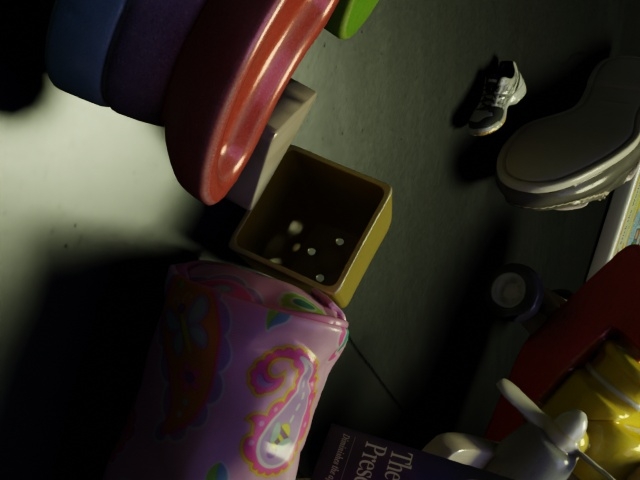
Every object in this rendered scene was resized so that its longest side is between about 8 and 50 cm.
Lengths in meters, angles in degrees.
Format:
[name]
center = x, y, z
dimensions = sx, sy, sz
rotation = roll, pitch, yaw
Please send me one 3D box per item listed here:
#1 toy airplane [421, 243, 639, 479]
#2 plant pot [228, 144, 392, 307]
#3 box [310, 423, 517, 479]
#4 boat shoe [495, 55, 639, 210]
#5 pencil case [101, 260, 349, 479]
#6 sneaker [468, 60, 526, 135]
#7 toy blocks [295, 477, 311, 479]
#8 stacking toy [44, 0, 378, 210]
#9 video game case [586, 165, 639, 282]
[toy airplane]
center = 0.238, 0.239, 1.146
dimensions = 0.386, 0.272, 0.384
rotation = -34, 132, -35
[plant pot]
center = 0.000, 0.000, 0.791
dimensions = 0.081, 0.081, 0.083
rotation = -61, 161, -15
[box]
center = 0.054, 0.252, 0.733
dimensions = 0.261, 0.184, 0.103
rotation = -65, 172, -57
[boat shoe]
center = 0.268, -0.085, 1.159
dimensions = 0.335, 0.112, 0.096
rotation = -39, 135, -48
[pencil case]
center = -0.073, 0.156, 0.714
dimensions = 0.124, 0.124, 0.284
rotation = 9, 99, -61
[sneaker]
center = 0.146, -0.123, 1.016
dimensions = 0.083, 0.032, 0.037
rotation = -53, 134, -37
[toy blocks]
center = -0.025, 0.280, 0.953
dimensions = 0.123, 0.054, 0.148
rotation = -49, 147, -36
[stacking toy]
center = -0.036, -0.175, 0.637
dimensions = 0.309, 0.130, 0.279
rotation = -60, 176, -11
[video game case]
center = 0.415, -0.055, 1.522
dimensions = 0.206, 0.026, 0.227
rotation = -6, 115, -59
